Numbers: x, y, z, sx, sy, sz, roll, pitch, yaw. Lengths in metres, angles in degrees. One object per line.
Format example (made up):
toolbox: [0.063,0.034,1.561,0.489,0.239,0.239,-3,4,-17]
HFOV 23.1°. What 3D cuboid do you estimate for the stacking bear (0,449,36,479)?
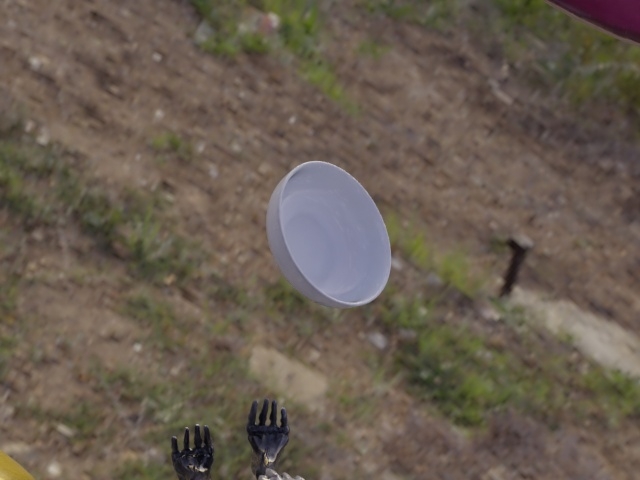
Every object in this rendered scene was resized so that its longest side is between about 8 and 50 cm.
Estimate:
stacking bear: [-0.149,0.120,0.509,0.175,0.164,0.289,-35,78,-24]

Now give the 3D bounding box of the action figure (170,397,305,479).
action figure: [-0.078,0.252,1.287,0.164,0.141,0.275,-13,35,3]

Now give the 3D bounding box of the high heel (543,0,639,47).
high heel: [0.247,-0.147,0.607,0.377,0.181,0.127,13,26,8]

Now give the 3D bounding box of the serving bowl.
serving bowl: [0.000,0.000,0.848,0.083,0.027,0.083,22,56,-37]
